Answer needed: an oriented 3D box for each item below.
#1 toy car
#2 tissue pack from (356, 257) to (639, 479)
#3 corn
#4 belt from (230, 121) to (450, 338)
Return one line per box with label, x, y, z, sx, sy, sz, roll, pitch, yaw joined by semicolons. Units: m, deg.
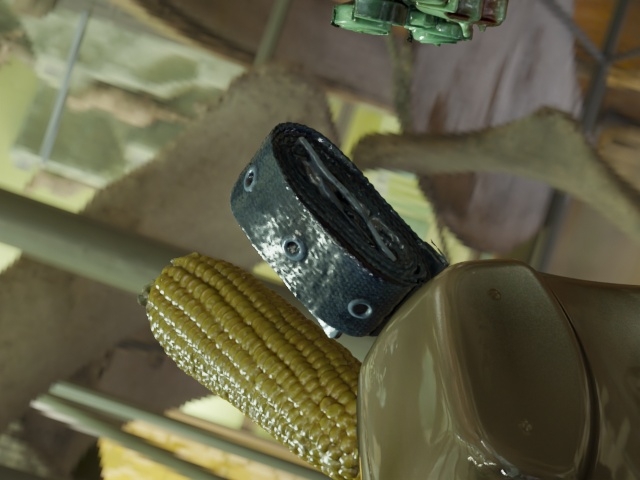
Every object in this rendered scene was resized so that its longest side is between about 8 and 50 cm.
toy car;0.054;-0.137;0.728;0.054;0.073;0.143;14;-171;23
tissue pack;0.221;0.183;1.185;0.387;0.267;0.277;6;141;-18
corn;-0.055;0.136;1.618;0.387;0.144;0.144;31;-175;36
belt;0.000;-0.001;1.403;0.218;0.128;0.122;50;-141;10
